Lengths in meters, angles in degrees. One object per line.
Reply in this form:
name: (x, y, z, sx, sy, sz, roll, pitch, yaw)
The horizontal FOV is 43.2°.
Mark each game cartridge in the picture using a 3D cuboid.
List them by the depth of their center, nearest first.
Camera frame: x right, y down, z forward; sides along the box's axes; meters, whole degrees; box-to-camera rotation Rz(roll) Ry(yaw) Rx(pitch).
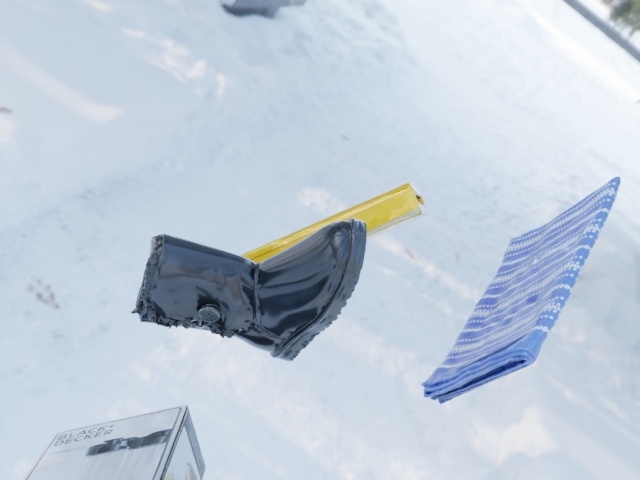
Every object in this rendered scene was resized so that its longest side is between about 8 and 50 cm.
game cartridge: (0.000, 0.000, 1.205, 0.285, 0.324, 0.052, -8, 78, -81)

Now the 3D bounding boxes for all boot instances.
boot: (-0.086, 0.040, 0.893, 0.207, 0.246, 0.094, 18, 49, -17)

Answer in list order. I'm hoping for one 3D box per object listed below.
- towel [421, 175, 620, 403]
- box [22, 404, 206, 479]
towel: (0.274, 0.068, 1.111, 0.040, 0.243, 0.336, 40, 57, -4)
box: (-0.224, 0.280, 0.809, 0.290, 0.169, 0.087, -84, 160, -76)
